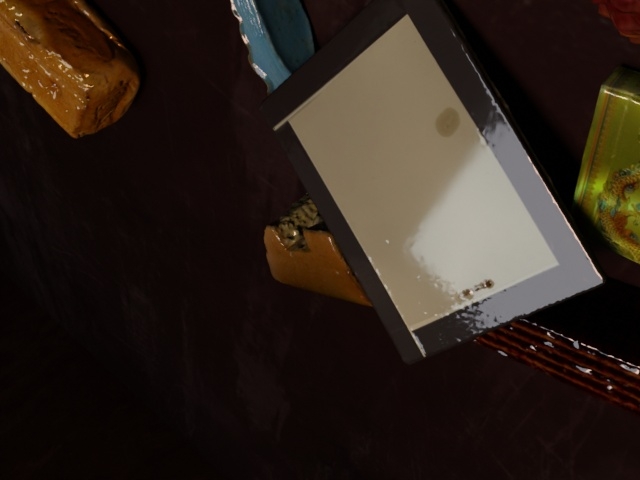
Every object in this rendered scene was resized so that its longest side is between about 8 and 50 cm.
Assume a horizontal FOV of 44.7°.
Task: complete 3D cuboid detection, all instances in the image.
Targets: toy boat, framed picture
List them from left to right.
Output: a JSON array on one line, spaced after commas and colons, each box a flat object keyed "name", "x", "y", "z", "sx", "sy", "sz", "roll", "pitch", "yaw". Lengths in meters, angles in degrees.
[{"name": "toy boat", "x": -0.060, "y": -0.229, "z": 0.877, "sx": 0.077, "sy": 0.075, "sz": 0.185, "roll": 11, "pitch": 139, "yaw": 42}, {"name": "framed picture", "x": 0.094, "y": -0.059, "z": 0.797, "sx": 0.265, "sy": 0.016, "sz": 0.347, "roll": -34, "pitch": 84, "yaw": 42}]

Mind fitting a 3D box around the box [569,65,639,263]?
[{"name": "box", "x": 0.362, "y": -0.012, "z": 0.627, "sx": 0.311, "sy": 0.043, "sz": 0.173, "roll": 29, "pitch": 145, "yaw": 28}]

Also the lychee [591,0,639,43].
[{"name": "lychee", "x": 0.234, "y": -0.179, "z": 0.356, "sx": 0.264, "sy": 0.264, "sz": 0.300, "roll": 0, "pitch": 83, "yaw": 52}]

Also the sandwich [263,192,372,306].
[{"name": "sandwich", "x": 0.000, "y": 0.000, "z": 1.024, "sx": 0.236, "sy": 0.122, "sz": 0.128, "roll": 5, "pitch": 132, "yaw": 50}]

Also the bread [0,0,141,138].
[{"name": "bread", "x": -0.414, "y": -0.304, "z": 1.187, "sx": 0.294, "sy": 0.132, "sz": 0.167, "roll": 46, "pitch": 149, "yaw": 4}]

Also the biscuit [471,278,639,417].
[{"name": "biscuit", "x": 0.253, "y": 0.083, "z": 0.812, "sx": 0.388, "sy": 0.107, "sz": 0.073, "roll": 23, "pitch": 139, "yaw": 35}]
